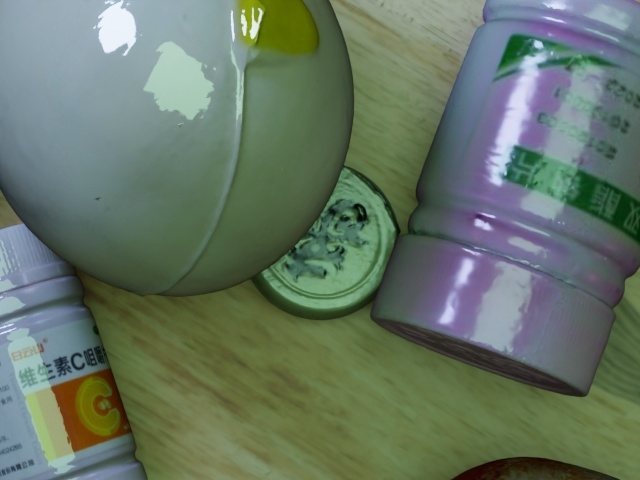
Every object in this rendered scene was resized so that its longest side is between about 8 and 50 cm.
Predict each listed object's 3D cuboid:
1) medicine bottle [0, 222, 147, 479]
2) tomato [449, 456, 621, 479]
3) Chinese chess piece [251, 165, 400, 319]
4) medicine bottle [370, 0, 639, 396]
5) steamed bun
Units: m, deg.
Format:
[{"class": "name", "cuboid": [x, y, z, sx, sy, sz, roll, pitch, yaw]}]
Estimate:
[{"class": "medicine bottle", "cuboid": [-0.248, 0.117, 1.696, 0.133, 0.133, 0.250, -18, 85, -7]}, {"class": "tomato", "cuboid": [0.184, 0.324, 1.673, 0.270, 0.222, 0.270, 2, 64, -5]}, {"class": "Chinese chess piece", "cuboid": [0.000, 0.000, 1.765, 0.144, 0.058, 0.144, 1, 84, -6]}, {"class": "medicine bottle", "cuboid": [0.193, -0.047, 1.713, 0.212, 0.212, 0.325, 22, 83, -3]}, {"class": "steamed bun", "cuboid": [-0.133, -0.131, 1.612, 0.334, 0.334, 0.374, -30, 46, -7]}]
